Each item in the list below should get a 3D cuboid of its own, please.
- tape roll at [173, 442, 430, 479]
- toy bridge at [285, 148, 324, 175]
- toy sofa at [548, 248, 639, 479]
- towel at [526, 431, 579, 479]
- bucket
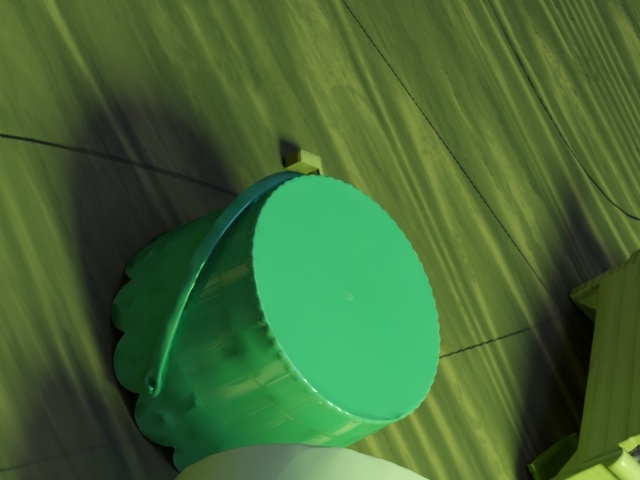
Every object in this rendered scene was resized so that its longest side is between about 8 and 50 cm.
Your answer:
[{"bbox_3d":[-0.005,0.288,1.651,0.286,0.286,0.100,37,44,-30],"label":"tape roll"},{"bbox_3d":[0.000,0.000,2.034,0.063,0.026,0.188,19,56,-43],"label":"toy bridge"},{"bbox_3d":[0.375,0.174,2.214,0.150,0.177,0.362,45,35,-22],"label":"toy sofa"},{"bbox_3d":[0.311,0.336,2.196,0.102,0.021,0.237,-26,89,-53],"label":"towel"},{"bbox_3d":[-0.036,0.080,1.817,0.281,0.183,0.281,27,50,-37],"label":"bucket"}]
